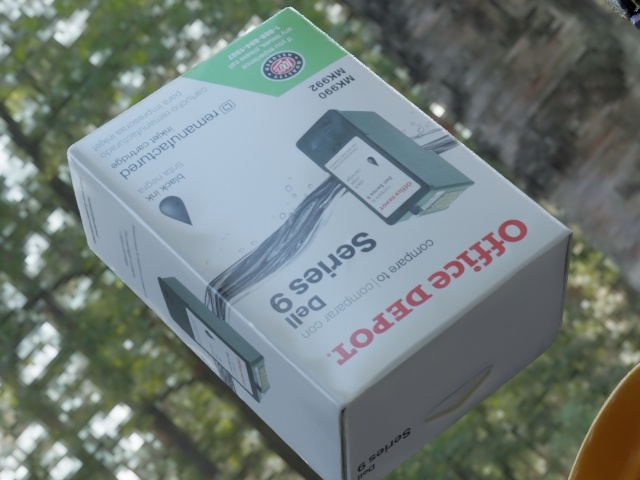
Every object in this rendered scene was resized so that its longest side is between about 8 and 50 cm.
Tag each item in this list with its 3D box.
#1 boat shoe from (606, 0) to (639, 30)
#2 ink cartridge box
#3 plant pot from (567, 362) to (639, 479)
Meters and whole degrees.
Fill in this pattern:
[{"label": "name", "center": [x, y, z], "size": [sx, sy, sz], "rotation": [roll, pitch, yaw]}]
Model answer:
[{"label": "boat shoe", "center": [0.403, -0.312, 1.536], "size": [0.340, 0.127, 0.158], "rotation": [-36, 13, 20]}, {"label": "ink cartridge box", "center": [0.000, 0.000, 1.139], "size": [0.211, 0.289, 0.121], "rotation": [-36, -31, -23]}, {"label": "plant pot", "center": [0.329, 0.224, 1.386], "size": [0.205, 0.188, 0.205], "rotation": [-62, 9, 18]}]
